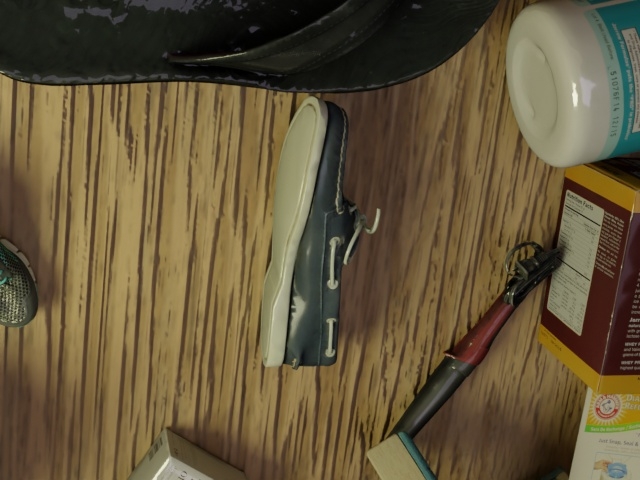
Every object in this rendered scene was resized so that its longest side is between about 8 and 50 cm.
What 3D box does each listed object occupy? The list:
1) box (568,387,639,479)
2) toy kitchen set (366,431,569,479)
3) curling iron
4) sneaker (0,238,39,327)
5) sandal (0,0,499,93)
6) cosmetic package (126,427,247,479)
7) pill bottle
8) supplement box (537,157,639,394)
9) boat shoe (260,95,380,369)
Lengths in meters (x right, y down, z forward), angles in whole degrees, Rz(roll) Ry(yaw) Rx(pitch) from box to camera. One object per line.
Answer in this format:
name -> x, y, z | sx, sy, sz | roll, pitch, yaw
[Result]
box -> 0.312, 0.251, 1.010 | 0.114, 0.103, 0.203 | 34, 65, -39
toy kitchen set -> 0.166, 0.248, 1.026 | 0.166, 0.122, 0.207 | -32, 144, -3
curling iron -> 0.136, 0.109, 1.010 | 0.274, 0.035, 0.068 | -53, 149, 10
sneaker -> -0.289, 0.010, 0.852 | 0.065, 0.076, 0.166 | -30, 113, -2
sandal -> -0.050, -0.192, 0.813 | 0.445, 0.107, 0.168 | -9, 95, -11
cosmetic package -> -0.175, 0.304, 0.987 | 0.099, 0.060, 0.239 | 34, 97, -22
pill bottle -> 0.308, -0.159, 0.910 | 0.264, 0.146, 0.146 | -13, 110, -9
supplement box -> 0.334, 0.030, 0.988 | 0.191, 0.129, 0.194 | 1, 108, -15
boat shoe -> 0.000, 0.000, 0.912 | 0.079, 0.095, 0.255 | 4, 108, -14
